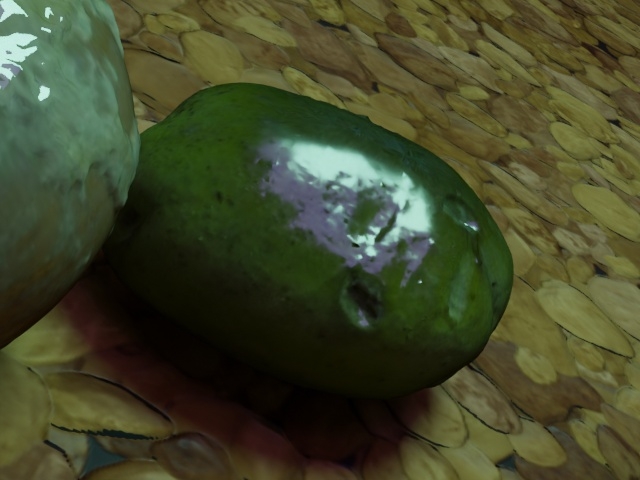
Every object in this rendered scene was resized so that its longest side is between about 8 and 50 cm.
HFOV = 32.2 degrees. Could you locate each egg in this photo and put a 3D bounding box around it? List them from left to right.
[{"bbox_3d":[-0.181,-0.040,0.478,0.203,0.203,0.245,27,41,-9],"label":"egg"}]

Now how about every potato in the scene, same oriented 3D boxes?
[{"bbox_3d":[-0.001,-0.001,0.638,0.228,0.148,0.197,32,15,6],"label":"potato"}]
